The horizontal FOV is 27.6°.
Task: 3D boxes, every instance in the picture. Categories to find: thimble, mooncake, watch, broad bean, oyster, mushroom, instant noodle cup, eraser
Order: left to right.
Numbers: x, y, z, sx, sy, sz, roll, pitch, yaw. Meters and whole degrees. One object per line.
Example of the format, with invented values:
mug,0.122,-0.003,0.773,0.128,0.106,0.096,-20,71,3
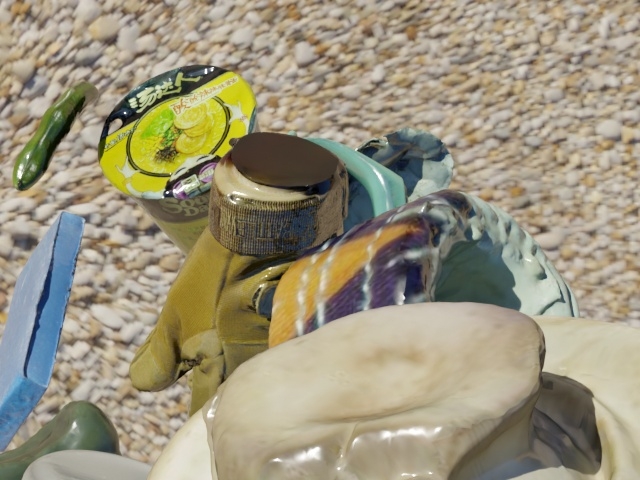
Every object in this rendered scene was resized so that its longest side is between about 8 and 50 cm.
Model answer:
eraser,-0.364,0.108,1.647,0.042,0.312,0.144,26,126,-20
mooncake,-0.274,0.237,1.304,0.168,0.104,0.175,35,61,-16
broad bean,-0.316,-0.139,1.581,0.039,0.227,0.069,27,127,-3
instant noodle cup,-0.142,-0.074,1.670,0.215,0.215,0.236,-43,141,-12
watch,0.000,0.000,1.365,0.195,0.068,0.237,-2,72,4
oyster,0.047,-0.039,1.641,0.199,0.087,0.252,18,112,-32
thimble,0.086,0.083,0.927,0.237,0.150,0.237,26,51,-37
mushroom,0.052,0.112,0.402,0.255,0.255,0.184,-21,111,-15

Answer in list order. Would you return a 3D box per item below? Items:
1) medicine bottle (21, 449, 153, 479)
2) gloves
medicine bottle,-0.136,0.222,0.722,0.107,0.107,0.191,15,96,-17
gloves,-0.063,0.062,1.142,0.141,0.331,0.154,34,41,20
